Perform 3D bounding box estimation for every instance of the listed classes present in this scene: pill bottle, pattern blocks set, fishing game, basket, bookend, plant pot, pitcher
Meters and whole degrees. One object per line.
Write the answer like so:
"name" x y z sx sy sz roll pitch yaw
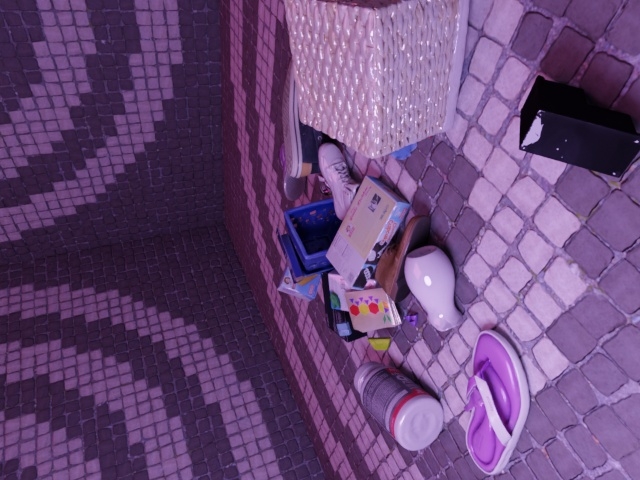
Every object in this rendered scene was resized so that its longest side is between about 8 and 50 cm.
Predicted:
"pill bottle" 0.243 0.532 1.417 0.319 0.177 0.176 -158 58 -63
"pattern blocks set" 0.175 0.229 1.424 0.325 0.026 0.285 -4 99 37
"fishing game" 0.212 -0.323 1.206 0.264 0.041 0.188 -7 98 68
"basket" 0.118 -0.407 0.976 0.328 0.267 0.331 38 148 40
"bookend" 0.422 -0.194 0.701 0.157 0.156 0.072 -62 -13 -45
"plant pot" 0.000 0.000 1.653 0.212 0.236 0.235 100 150 -57
"pitcher" 0.295 0.120 1.157 0.207 0.126 0.178 69 168 -12

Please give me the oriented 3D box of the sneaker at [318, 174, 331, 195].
"sneaker" 0.036 -0.209 1.663 0.170 0.063 0.074 -134 38 -60

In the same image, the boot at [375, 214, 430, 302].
"boot" 0.228 0.041 1.235 0.115 0.112 0.305 43 137 35

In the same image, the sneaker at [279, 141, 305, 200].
"sneaker" -0.138 -0.331 1.981 0.161 0.102 0.281 -154 65 -67

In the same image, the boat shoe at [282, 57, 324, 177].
"boat shoe" -0.059 -0.481 1.633 0.187 0.156 0.499 142 125 -72

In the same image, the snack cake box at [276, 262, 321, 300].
"snack cake box" -0.067 0.108 1.801 0.089 0.152 0.264 134 155 -65

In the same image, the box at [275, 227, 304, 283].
"box" -0.122 0.056 1.664 0.136 0.037 0.225 131 119 -78

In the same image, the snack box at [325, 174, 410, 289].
"snack box" 0.142 -0.025 1.359 0.187 0.060 0.321 52 124 46

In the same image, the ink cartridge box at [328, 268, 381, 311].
"ink cartridge box" 0.131 0.180 1.511 0.191 0.082 0.139 4 108 32

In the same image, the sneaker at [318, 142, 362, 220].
"sneaker" 0.094 -0.213 1.480 0.169 0.108 0.292 2 113 66

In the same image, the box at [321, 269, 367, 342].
"box" 0.094 0.252 1.722 0.184 0.103 0.260 22 122 60

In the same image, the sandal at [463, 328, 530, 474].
"sandal" 0.413 0.422 1.046 0.169 0.102 0.415 -148 50 -60
